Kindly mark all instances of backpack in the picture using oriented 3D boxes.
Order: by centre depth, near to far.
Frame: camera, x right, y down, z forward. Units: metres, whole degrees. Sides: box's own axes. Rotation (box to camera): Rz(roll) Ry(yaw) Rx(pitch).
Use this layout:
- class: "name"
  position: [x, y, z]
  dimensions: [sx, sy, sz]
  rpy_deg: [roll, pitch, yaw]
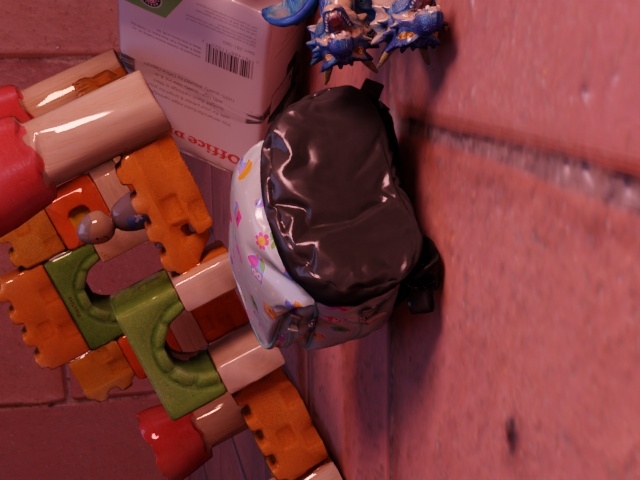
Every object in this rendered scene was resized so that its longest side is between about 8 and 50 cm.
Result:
- class: "backpack"
  position: [0.000, 0.000, 0.701]
  dimensions: [0.182, 0.115, 0.151]
  rpy_deg: [107, 155, -67]

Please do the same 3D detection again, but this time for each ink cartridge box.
- class: "ink cartridge box"
  position: [-0.105, -0.184, 1.033]
  dimensions: [0.092, 0.160, 0.219]
  rpy_deg: [-58, -12, -36]

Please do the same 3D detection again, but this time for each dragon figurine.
- class: "dragon figurine"
  position: [0.007, -0.178, 0.692]
  dimensions: [0.289, 0.085, 0.144]
  rpy_deg: [-137, 46, -73]

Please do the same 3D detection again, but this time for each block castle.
- class: "block castle"
  position: [-0.177, 0.068, 0.969]
  dimensions: [0.453, 0.213, 0.303]
  rpy_deg: [65, 172, -21]
